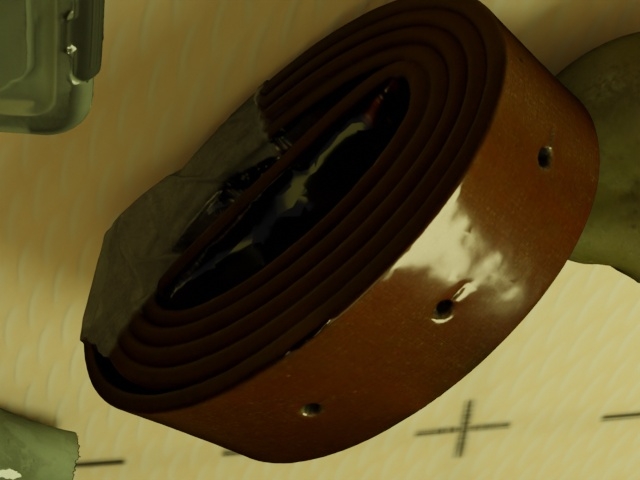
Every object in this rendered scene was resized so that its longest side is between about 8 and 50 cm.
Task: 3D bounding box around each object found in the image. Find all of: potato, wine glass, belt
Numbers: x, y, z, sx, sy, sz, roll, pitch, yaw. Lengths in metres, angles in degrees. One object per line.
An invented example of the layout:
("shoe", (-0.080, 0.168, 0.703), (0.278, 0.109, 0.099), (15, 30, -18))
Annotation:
("potato", (0.240, -0.048, 0.694), (0.235, 0.160, 0.177), (1, 95, 9))
("wine glass", (-0.299, 0.170, 0.861), (0.202, 0.093, 0.093), (18, 128, -19))
("belt", (0.000, 0.000, 0.663), (0.339, 0.217, 0.122), (-39, 132, 21))

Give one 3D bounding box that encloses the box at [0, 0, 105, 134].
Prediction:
("box", (-0.222, -0.144, 0.542), (0.227, 0.130, 0.162), (4, 141, -10))
